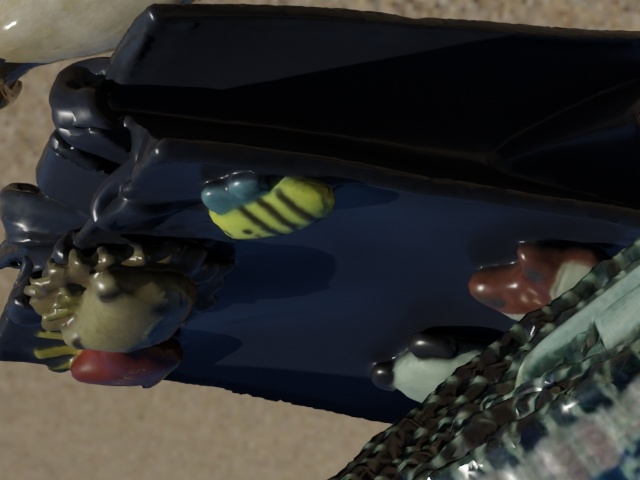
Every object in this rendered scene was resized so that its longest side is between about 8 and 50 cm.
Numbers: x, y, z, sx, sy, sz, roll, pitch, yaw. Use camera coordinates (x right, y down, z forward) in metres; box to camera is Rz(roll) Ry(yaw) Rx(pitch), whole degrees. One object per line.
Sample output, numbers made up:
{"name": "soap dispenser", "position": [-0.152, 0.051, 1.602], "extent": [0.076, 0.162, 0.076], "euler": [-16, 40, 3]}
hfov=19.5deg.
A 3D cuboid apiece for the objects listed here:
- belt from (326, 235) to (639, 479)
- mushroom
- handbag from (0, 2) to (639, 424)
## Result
{"name": "belt", "position": [0.147, 0.086, 0.673], "extent": [0.160, 0.295, 0.207], "euler": [53, 174, -4]}
{"name": "mushroom", "position": [-0.121, -0.147, 0.998], "extent": [0.212, 0.097, 0.088], "euler": [-24, -171, 34]}
{"name": "handbag", "position": [0.000, 0.000, 0.966], "extent": [0.329, 0.122, 0.303], "euler": [4, 156, -23]}
